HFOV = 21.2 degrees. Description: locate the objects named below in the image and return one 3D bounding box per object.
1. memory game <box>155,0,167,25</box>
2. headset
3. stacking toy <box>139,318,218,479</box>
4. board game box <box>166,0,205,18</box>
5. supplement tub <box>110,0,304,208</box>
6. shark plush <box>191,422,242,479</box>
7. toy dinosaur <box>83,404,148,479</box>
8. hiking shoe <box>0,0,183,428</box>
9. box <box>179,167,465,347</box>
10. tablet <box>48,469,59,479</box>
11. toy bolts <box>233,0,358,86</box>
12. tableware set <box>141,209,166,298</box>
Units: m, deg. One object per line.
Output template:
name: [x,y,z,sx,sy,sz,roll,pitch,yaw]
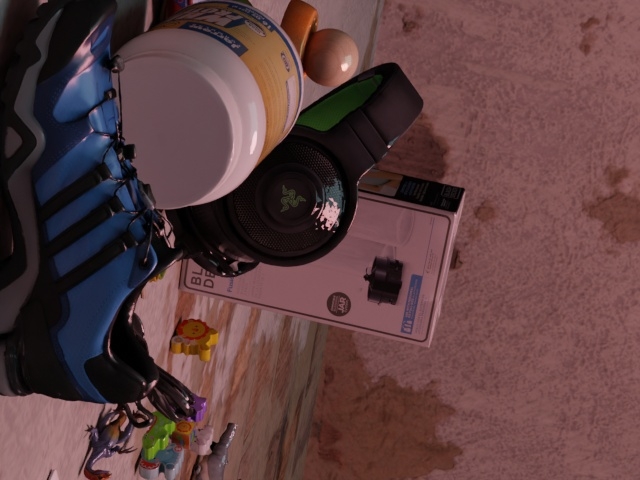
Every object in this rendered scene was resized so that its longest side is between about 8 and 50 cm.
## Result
memory game: [-0.143,-0.152,1.594,0.186,0.012,0.186,11,90,-83]
headset: [-0.049,-0.014,1.617,0.394,0.185,0.243,-41,-168,-24]
stacking toy: [-0.168,0.216,1.902,0.221,0.052,0.167,-67,165,-52]
board game box: [-0.110,-0.229,1.570,0.281,0.027,0.145,94,11,-47]
supplement tub: [-0.102,-0.112,1.403,0.199,0.144,0.144,-55,156,-68]
shark plush: [-0.136,0.324,2.266,0.073,0.067,0.161,91,13,-58]
toy dinosaur: [-0.198,0.195,1.624,0.082,0.047,0.090,-57,177,-18]
hiking shoe: [-0.153,-0.028,1.183,0.113,0.132,0.304,-62,162,-69]
box: [0.000,0.000,1.884,0.087,0.290,0.169,-60,163,-66]
tablet: [-0.241,0.246,1.480,0.054,0.006,0.083,93,10,-52]
toy bolts: [-0.025,-0.280,1.737,0.228,0.158,0.218,91,13,-60]
tableware set: [-0.151,-0.023,1.704,0.104,0.024,0.154,90,13,-59]
